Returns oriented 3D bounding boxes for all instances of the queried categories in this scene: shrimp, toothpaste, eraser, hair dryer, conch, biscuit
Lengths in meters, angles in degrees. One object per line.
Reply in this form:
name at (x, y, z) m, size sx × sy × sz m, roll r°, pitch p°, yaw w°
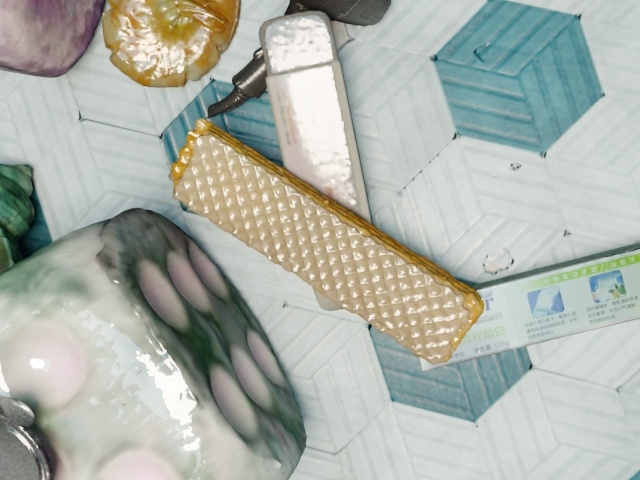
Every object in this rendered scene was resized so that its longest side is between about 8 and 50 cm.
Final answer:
shrimp at (-0.156, -0.322, 0.969) m, size 0.154 × 0.062 × 0.294 m, roll 23°, pitch 98°, yaw -8°
toothpaste at (0.269, 0.068, 0.933) m, size 0.336 × 0.067 × 0.081 m, roll -15°, pitch 91°, yaw 7°
eraser at (0.004, -0.081, 0.929) m, size 0.089 × 0.061 × 0.352 m, roll -10°, pitch 102°, yaw 8°
hair dryer at (-0.072, -0.245, 0.925) m, size 0.235 × 0.091 × 0.272 m, roll 23°, pitch 113°, yaw -30°
conch at (-0.412, -0.006, 0.969) m, size 0.196 × 0.134 × 0.202 m, roll 19°, pitch 88°, yaw 14°
biscuit at (0.000, 0.000, 0.888) m, size 0.378 × 0.054 × 0.094 m, roll 33°, pitch 109°, yaw 2°

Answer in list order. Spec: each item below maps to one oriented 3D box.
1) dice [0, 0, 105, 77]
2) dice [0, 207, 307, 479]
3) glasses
dice at (-0.398, -0.339, 0.883) m, size 0.271 × 0.270 × 0.270 m, roll 13°, pitch 94°, yaw 6°
dice at (-0.229, 0.187, 0.861) m, size 0.348 × 0.328 × 0.330 m, roll -39°, pitch 89°, yaw 7°
glasses at (-0.284, 0.264, 0.578) m, size 0.118 × 0.268 × 0.234 m, roll -22°, pitch 92°, yaw 25°
